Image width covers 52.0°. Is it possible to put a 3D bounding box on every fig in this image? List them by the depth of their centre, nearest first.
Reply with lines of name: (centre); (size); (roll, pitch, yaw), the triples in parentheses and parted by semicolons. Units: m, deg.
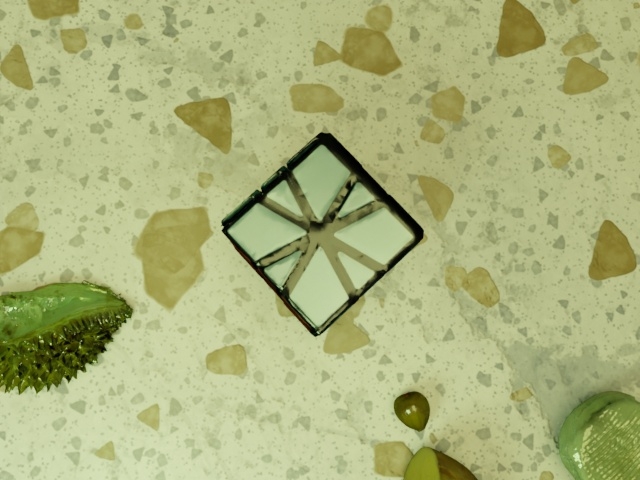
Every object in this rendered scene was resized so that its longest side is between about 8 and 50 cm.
fig: (0.197, 0.362, 1.380); (0.074, 0.074, 0.087); (-27, 99, -6)

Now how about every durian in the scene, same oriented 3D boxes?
durian: (-0.589, 0.202, 1.378); (0.395, 0.163, 0.198); (-16, 44, -9)

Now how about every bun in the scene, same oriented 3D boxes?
bun: (0.597, 0.425, 1.368); (0.222, 0.108, 0.221); (1, 86, -9)

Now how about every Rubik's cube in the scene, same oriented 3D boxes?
Rubik's cube: (0.000, 0.000, 1.321); (0.288, 0.283, 0.293); (-44, 87, -6)

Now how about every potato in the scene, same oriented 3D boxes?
potato: (0.260, 0.527, 1.318); (0.158, 0.178, 0.203); (11, 66, -17)
